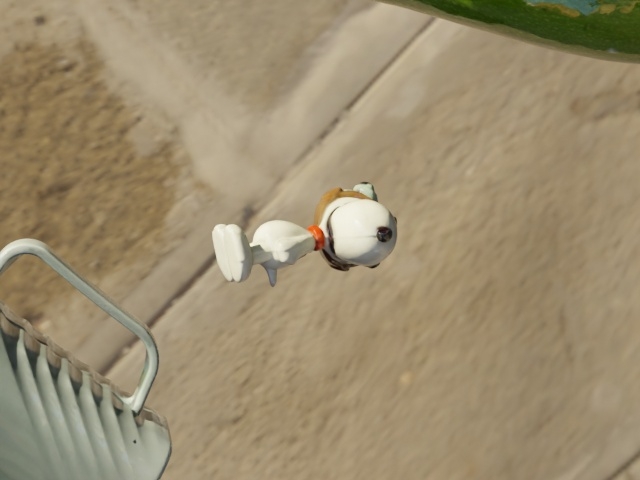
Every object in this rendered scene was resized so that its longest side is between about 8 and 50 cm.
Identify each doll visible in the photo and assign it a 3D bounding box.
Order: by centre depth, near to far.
[{"bbox_3d":[-0.004,0.000,0.739,0.085,0.058,0.040,-12,96,-6],"label":"doll"}]

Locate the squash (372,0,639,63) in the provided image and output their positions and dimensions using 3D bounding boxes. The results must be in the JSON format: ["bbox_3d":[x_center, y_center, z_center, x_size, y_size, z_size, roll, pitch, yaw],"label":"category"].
[{"bbox_3d":[0.039,-0.131,0.671,0.292,0.082,0.082,18,109,31],"label":"squash"}]

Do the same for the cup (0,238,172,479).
[{"bbox_3d":[-0.132,0.071,0.731,0.129,0.095,0.128,35,92,-13],"label":"cup"}]
